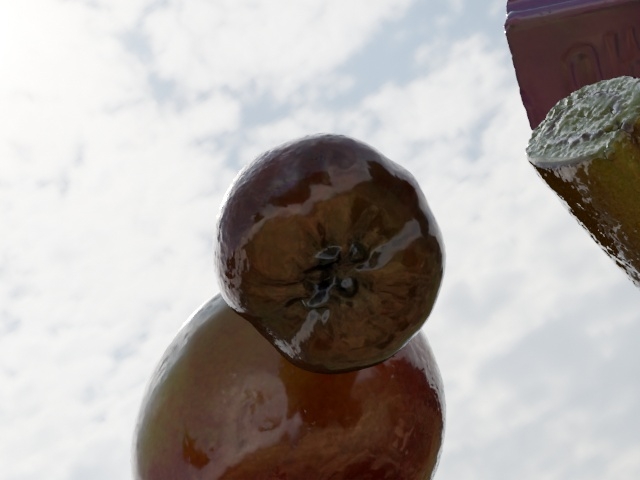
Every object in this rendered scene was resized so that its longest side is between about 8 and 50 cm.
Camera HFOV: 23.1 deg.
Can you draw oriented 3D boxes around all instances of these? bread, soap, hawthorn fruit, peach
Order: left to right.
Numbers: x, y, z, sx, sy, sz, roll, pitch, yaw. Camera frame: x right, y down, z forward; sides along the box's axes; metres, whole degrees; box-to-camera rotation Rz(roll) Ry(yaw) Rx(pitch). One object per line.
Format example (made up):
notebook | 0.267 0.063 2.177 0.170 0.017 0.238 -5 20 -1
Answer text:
peach | -0.034 0.191 1.523 0.332 0.307 0.308 -59 -12 -28
hawthorn fruit | 0.000 0.000 1.321 0.199 0.199 0.251 -33 15 0
soap | 0.259 -0.166 1.285 0.203 0.065 0.122 -11 -54 15
bread | 0.232 -0.026 1.062 0.103 0.172 0.132 -50 17 -13
